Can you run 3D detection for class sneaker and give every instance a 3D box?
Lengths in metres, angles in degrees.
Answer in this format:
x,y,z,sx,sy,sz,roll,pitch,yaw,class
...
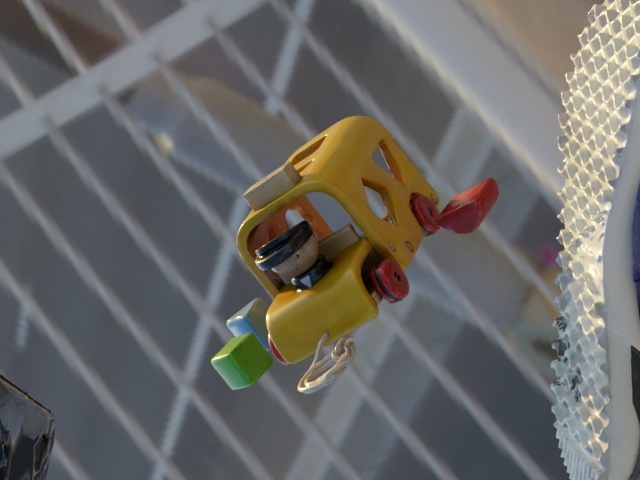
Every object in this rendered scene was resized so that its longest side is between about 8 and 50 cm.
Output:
x,y,z,sx,sy,sz,roll,pitch,yaw,class
0.208,-0.009,1.015,0.102,0.146,0.293,-124,35,-72,sneaker

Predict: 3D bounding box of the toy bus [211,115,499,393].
x,y,z,sx,sy,sz,roll,pitch,yaw,class
-0.001,-0.002,1.224,0.104,0.191,0.202,51,162,-11,toy bus

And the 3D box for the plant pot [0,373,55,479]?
x,y,z,sx,sy,sz,roll,pitch,yaw,class
-0.178,0.086,0.539,0.167,0.188,0.187,10,167,6,plant pot
